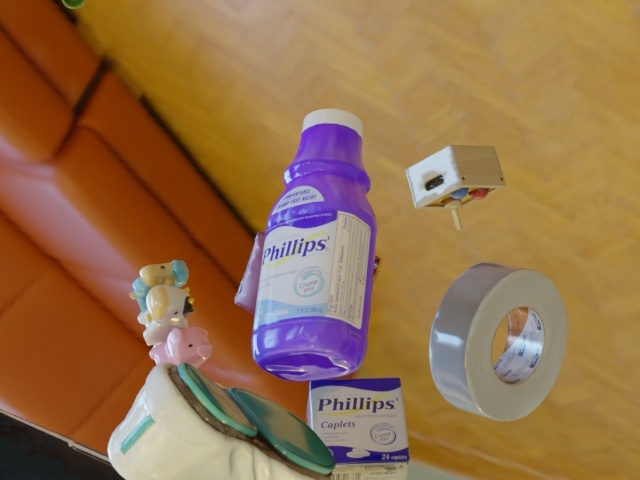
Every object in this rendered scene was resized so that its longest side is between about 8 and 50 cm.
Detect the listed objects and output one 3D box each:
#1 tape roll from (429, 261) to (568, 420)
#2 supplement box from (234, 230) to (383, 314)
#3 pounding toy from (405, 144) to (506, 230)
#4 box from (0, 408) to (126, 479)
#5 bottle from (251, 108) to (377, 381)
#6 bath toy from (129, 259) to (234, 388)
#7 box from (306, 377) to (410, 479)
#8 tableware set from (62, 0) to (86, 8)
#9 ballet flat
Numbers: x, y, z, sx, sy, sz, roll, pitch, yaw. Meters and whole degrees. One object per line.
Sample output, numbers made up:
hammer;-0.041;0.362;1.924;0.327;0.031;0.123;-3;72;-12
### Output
tape roll;0.256;0.143;1.795;0.072;0.219;0.219;13;157;48
supplement box;-0.013;0.053;1.687;0.081;0.104;0.188;29;-165;35
pounding toy;0.223;-0.085;2.088;0.130;0.100;0.141;-2;162;-42
box;-0.363;0.446;1.657;0.480;0.297;0.472;19;157;20
bottle;0.000;0.000;1.300;0.118;0.283;0.092;-13;148;36
bath toy;-0.255;0.198;2.350;0.151;0.129;0.348;76;172;-52
box;0.047;0.255;1.665;0.126;0.137;0.072;-1;137;-4
tableware set;-0.326;-0.403;1.767;0.104;0.154;0.024;39;-175;-38
ballet flat;-0.107;0.221;1.326;0.139;0.139;0.400;16;170;23
